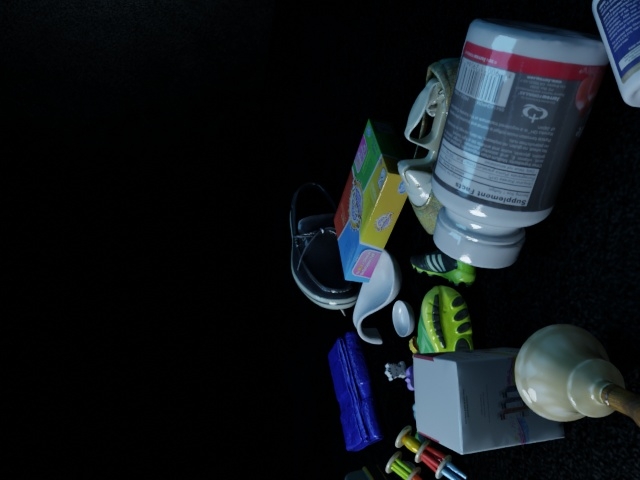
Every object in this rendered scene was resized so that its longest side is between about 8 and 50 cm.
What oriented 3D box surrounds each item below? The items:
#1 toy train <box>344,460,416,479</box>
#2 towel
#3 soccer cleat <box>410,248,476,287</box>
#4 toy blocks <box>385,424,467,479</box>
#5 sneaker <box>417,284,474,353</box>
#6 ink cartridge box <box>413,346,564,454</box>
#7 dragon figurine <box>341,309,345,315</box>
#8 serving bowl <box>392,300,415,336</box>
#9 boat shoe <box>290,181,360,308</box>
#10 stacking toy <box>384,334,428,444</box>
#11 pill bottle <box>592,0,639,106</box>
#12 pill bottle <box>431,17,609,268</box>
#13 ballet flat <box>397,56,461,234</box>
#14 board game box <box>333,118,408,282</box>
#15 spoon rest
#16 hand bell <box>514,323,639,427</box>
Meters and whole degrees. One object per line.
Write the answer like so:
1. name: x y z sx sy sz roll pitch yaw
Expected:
1. toy train: 0.140 0.655 1.138 0.142 0.190 0.333 -140 51 -67
2. towel: 0.085 0.441 1.469 0.227 0.076 0.308 117 146 -55
3. soccer cleat: 0.239 0.039 0.984 0.179 0.060 0.072 19 101 64
4. toy blocks: 0.216 0.470 1.031 0.148 0.054 0.123 29 112 36
5. sneaker: 0.243 0.228 0.954 0.123 0.110 0.295 -36 -56 -84
6. ink cartridge box: 0.251 0.233 0.769 0.128 0.176 0.127 157 112 -70
7. dragon figurine: 0.029 0.122 1.583 0.289 0.144 0.085 32 123 46
8. serving bowl: 0.196 0.179 1.168 0.083 0.027 0.083 178 90 -71
9. boat shoe: 0.000 0.000 1.512 0.500 0.187 0.156 -105 15 -48
10. stacking toy: 0.213 0.338 1.099 0.167 0.052 0.221 115 147 -55
11. pill bottle: 0.348 -0.238 0.537 0.094 0.094 0.169 132 133 -65
12. pill bottle: 0.255 -0.127 0.705 0.176 0.176 0.318 -119 32 -55
13. ballet flat: 0.206 -0.168 0.954 0.123 0.123 0.348 -117 30 -52
14. board game box: 0.117 -0.093 1.222 0.242 0.064 0.316 -99 21 -49
15. spoon rest: 0.137 0.146 1.259 0.137 0.084 0.276 -117 29 -52
16. hand bell: 0.315 0.169 0.536 0.242 0.126 0.126 149 119 -89
